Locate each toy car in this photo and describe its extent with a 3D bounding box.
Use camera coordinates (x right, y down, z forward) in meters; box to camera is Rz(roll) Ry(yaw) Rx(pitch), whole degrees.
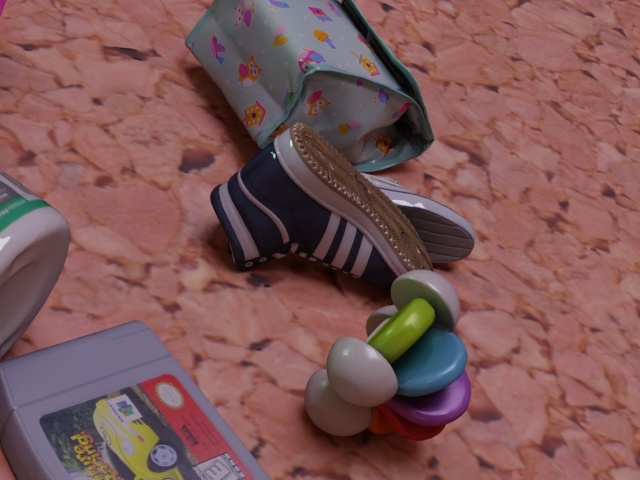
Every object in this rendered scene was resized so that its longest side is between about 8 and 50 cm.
[{"bbox_3d":[0.082,0.131,1.495,0.136,0.182,0.159,42,57,7],"label":"toy car"}]

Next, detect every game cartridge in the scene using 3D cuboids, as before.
[{"bbox_3d":[-0.163,0.203,1.354,0.196,0.060,0.294,-20,58,-41],"label":"game cartridge"}]

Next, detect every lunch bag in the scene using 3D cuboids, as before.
[{"bbox_3d":[0.006,-0.205,1.857,0.262,0.160,0.223,8,37,-42],"label":"lunch bag"}]

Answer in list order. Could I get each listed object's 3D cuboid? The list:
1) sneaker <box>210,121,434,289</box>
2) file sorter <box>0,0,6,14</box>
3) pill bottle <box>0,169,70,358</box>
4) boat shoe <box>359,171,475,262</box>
[{"bbox_3d":[0.000,0.000,1.675,0.282,0.153,0.099,44,24,-34],"label":"sneaker"},{"bbox_3d":[-0.433,-0.248,1.553,0.182,0.202,0.290,29,35,-20],"label":"file sorter"},{"bbox_3d":[-0.419,-0.036,1.342,0.361,0.204,0.204,34,37,8],"label":"pill bottle"},{"bbox_3d":[0.074,-0.043,1.766,0.226,0.083,0.076,18,39,-13],"label":"boat shoe"}]
